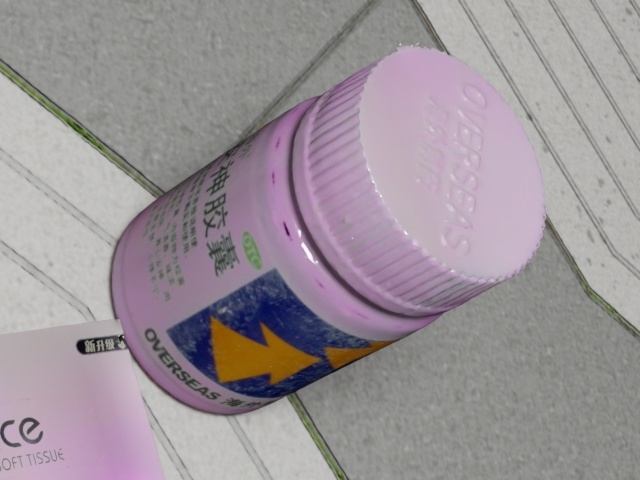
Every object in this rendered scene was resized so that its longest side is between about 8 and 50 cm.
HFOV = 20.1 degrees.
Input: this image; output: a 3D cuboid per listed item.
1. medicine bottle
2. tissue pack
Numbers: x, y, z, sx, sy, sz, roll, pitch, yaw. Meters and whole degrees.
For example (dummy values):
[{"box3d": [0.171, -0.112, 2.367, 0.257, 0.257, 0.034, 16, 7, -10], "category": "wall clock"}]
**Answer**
[{"box3d": [0.000, 0.000, 1.265, 0.178, 0.290, 0.178, 19, 58, -34], "category": "medicine bottle"}, {"box3d": [-0.223, 0.145, 1.130, 0.246, 0.092, 0.148, -6, 74, -44], "category": "tissue pack"}]
